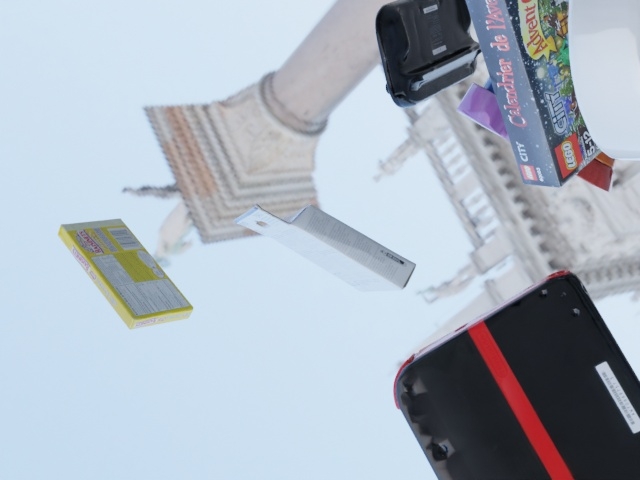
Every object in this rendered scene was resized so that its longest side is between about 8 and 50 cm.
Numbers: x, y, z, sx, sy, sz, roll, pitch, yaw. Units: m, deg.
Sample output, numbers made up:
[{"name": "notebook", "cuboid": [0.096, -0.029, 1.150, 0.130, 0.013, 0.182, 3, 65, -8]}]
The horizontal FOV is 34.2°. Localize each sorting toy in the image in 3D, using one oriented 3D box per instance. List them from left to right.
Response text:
[{"name": "sorting toy", "cuboid": [0.271, -0.152, 1.168, 0.127, 0.126, 0.365, 36, -168, 29]}]

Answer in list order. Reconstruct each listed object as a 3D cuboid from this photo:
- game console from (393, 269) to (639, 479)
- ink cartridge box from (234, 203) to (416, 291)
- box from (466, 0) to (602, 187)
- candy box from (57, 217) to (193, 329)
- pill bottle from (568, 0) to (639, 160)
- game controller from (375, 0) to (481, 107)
[{"name": "game console", "cuboid": [0.313, 0.283, 1.500, 0.386, 0.342, 0.060, 61, -157, 11]}, {"name": "ink cartridge box", "cuboid": [0.000, 0.000, 1.432, 0.224, 0.223, 0.045, 29, -99, -9]}, {"name": "box", "cuboid": [0.209, -0.185, 0.907, 0.159, 0.044, 0.233, -38, -61, -29]}, {"name": "candy box", "cuboid": [-0.277, 0.043, 1.475, 0.105, 0.027, 0.206, -10, -133, -44]}, {"name": "pill bottle", "cuboid": [0.379, -0.145, 0.667, 0.224, 0.392, 0.224, -6, -83, -53]}, {"name": "game controller", "cuboid": [0.181, -0.328, 1.734, 0.319, 0.067, 0.166, -33, -75, -55]}]
